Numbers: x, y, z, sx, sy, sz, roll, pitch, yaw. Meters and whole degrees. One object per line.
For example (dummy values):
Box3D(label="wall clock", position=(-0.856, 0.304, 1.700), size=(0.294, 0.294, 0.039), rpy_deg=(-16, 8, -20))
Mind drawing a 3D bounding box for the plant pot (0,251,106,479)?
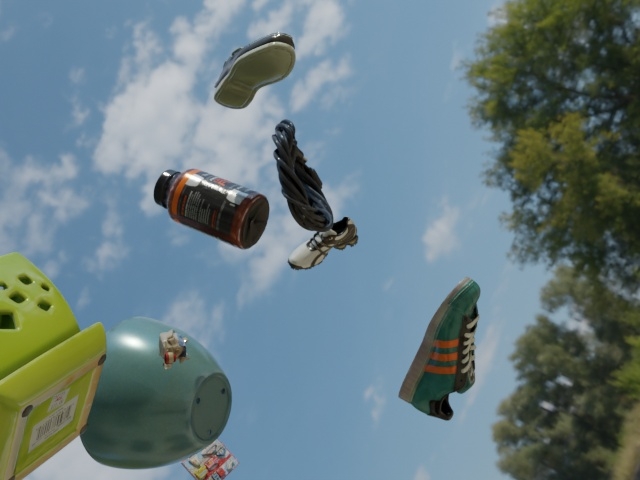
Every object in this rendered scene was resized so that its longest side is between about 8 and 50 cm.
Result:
Box3D(label="plant pot", position=(-0.420, 0.182, 1.030), size=(0.228, 0.207, 0.227), rpy_deg=(-37, -27, -59))

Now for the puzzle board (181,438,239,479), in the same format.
Box3D(label="puzzle board", position=(-0.256, 0.521, 1.865), size=(0.011, 0.096, 0.128), rpy_deg=(-47, -7, 34))

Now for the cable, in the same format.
Box3D(label="cable", position=(-0.024, -0.085, 1.060), size=(0.184, 0.047, 0.151), rpy_deg=(-86, -23, -71))

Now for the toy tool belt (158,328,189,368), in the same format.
Box3D(label="toy tool belt", position=(-0.239, 0.181, 1.329), size=(0.051, 0.083, 0.052), rpy_deg=(1, -72, -21))

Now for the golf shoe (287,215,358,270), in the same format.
Box3D(label="golf shoe", position=(0.000, 0.000, 1.996), size=(0.198, 0.077, 0.094), rpy_deg=(-30, -37, -14))

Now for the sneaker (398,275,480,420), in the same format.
Box3D(label="sneaker", position=(0.257, 0.212, 1.517), size=(0.108, 0.121, 0.302), rpy_deg=(-30, -35, -55))

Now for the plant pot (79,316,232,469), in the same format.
Box3D(label="plant pot", position=(-0.284, 0.299, 1.500), size=(0.290, 0.195, 0.291), rpy_deg=(-16, -72, -61))

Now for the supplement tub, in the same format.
Box3D(label="supplement tub", position=(-0.196, -0.063, 1.399), size=(0.106, 0.197, 0.106), rpy_deg=(-52, -25, -38))

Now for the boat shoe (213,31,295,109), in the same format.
Box3D(label="boat shoe", position=(-0.107, -0.285, 1.277), size=(0.081, 0.227, 0.069), rpy_deg=(19, -112, -27))
